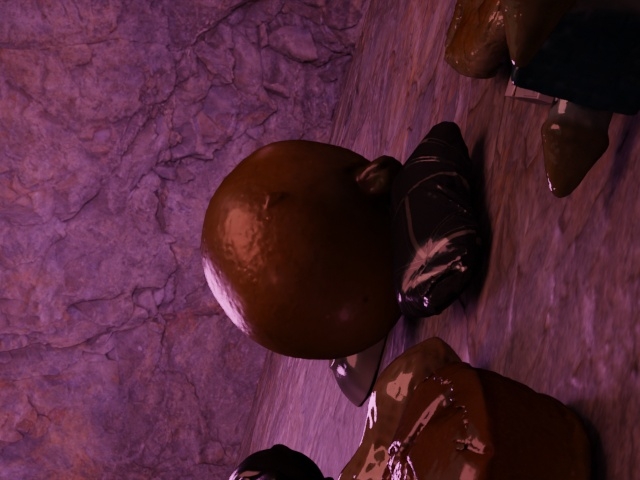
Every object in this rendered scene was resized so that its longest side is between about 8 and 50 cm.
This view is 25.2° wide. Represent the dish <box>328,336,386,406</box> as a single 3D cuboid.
[{"bbox_3d":[0.053,0.163,2.251,0.191,0.066,0.190,-165,90,-84],"label":"dish"}]

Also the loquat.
[{"bbox_3d":[0.000,0.000,2.029,0.359,0.328,0.328,-45,25,39],"label":"loquat"}]

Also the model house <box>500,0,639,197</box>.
[{"bbox_3d":[0.203,-0.203,1.231,0.267,0.194,0.325,-142,63,-83],"label":"model house"}]

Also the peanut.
[{"bbox_3d":[0.089,0.229,1.571,0.125,0.111,0.274,-98,23,-64],"label":"peanut"}]

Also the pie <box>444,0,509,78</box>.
[{"bbox_3d":[0.235,-0.362,1.805,0.337,0.075,0.337,-165,90,-83],"label":"pie"}]

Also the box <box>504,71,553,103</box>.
[{"bbox_3d":[0.239,-0.186,1.515,0.154,0.040,0.084,-129,53,-81],"label":"box"}]

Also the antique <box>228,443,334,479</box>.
[{"bbox_3d":[-0.059,0.431,2.067,0.322,0.185,0.255,-132,55,-67],"label":"antique"}]

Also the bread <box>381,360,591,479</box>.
[{"bbox_3d":[0.126,0.202,1.171,0.269,0.143,0.195,-107,32,-82],"label":"bread"}]

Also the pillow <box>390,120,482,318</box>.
[{"bbox_3d":[0.141,-0.020,1.773,0.335,0.093,0.161,-86,16,-55],"label":"pillow"}]
